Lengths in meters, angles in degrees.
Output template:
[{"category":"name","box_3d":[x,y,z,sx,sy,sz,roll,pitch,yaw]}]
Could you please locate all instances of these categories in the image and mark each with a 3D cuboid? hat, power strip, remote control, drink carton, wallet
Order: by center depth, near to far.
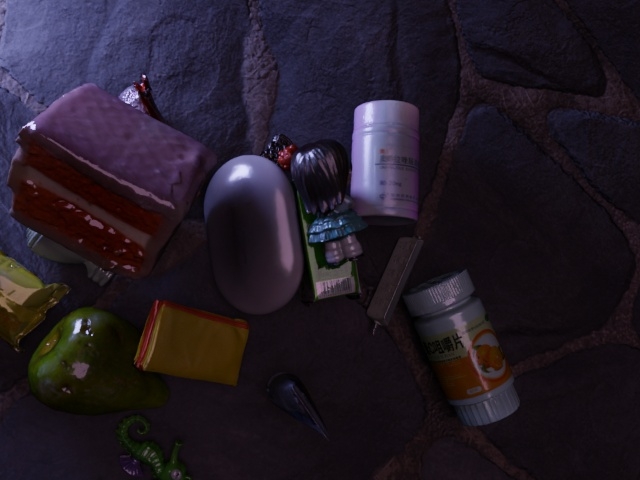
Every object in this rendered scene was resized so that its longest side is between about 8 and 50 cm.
[{"category":"wallet","box_3d":[-0.249,0.204,1.164,0.241,0.067,0.141,27,71,-47]},{"category":"hat","box_3d":[-0.427,-0.231,1.202,0.228,0.140,0.128,-25,70,-2]},{"category":"remote control","box_3d":[-0.141,-0.012,1.212,0.221,0.103,0.331,-11,84,30]},{"category":"drink carton","box_3d":[0.000,0.000,1.250,0.108,0.161,0.271,-8,88,-14]},{"category":"power strip","box_3d":[0.164,0.096,1.326,0.027,0.060,0.252,34,75,-35]}]

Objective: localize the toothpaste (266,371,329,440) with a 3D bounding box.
[{"category":"toothpaste","box_3d":[-0.048,0.304,1.129,0.073,0.299,0.114,-33,93,-15]}]

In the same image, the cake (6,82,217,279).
[{"category":"cake","box_3d":[-0.384,-0.111,1.089,0.309,0.237,0.230,31,34,-8]}]

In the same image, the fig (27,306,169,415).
[{"category":"fig","box_3d":[-0.403,0.261,1.132,0.275,0.206,0.206,44,75,-29]}]

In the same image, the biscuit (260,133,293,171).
[{"category":"biscuit","box_3d":[-0.098,-0.194,1.314,0.087,0.027,0.089,-12,87,-15]}]

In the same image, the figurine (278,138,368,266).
[{"category":"figurine","box_3d":[0.009,-0.074,1.124,0.138,0.110,0.245,-14,94,10]}]

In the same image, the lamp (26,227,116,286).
[{"category":"lamp","box_3d":[-0.489,0.014,1.166,0.193,0.106,0.106,39,77,-14]}]

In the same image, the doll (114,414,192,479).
[{"category":"doll","box_3d":[-0.335,0.432,1.179,0.190,0.050,0.115,42,80,-3]}]

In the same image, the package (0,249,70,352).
[{"category":"package","box_3d":[-0.619,0.098,1.129,0.226,0.090,0.168,37,80,-4]}]

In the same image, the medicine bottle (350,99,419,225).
[{"category":"medicine bottle","box_3d":[0.144,-0.167,1.303,0.152,0.152,0.253,4,84,-13]}]

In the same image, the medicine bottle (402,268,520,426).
[{"category":"medicine bottle","box_3d":[0.312,0.236,1.295,0.158,0.158,0.318,-24,90,-14]}]
